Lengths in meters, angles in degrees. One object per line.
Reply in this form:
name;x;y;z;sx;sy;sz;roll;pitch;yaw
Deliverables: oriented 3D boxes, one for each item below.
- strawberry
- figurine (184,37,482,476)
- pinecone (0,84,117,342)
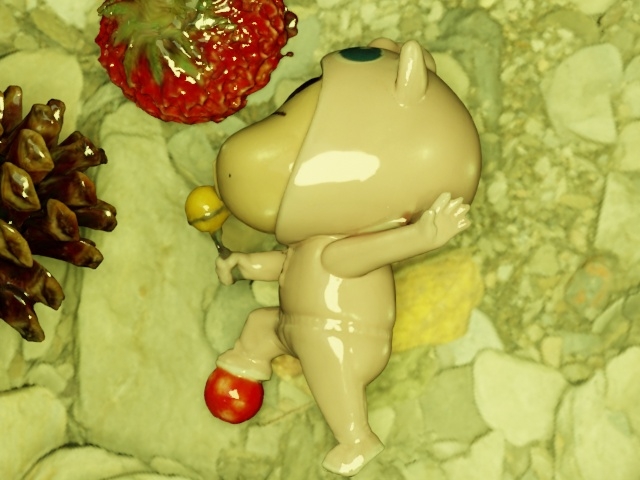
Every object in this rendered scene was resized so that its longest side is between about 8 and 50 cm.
strawberry;-0.095;-0.154;1.371;0.145;0.086;0.145;-5;75;19
figurine;0.000;0.000;1.263;0.186;0.176;0.287;14;96;-4
pinecone;-0.236;-0.016;1.336;0.208;0.208;0.207;-4;75;17
